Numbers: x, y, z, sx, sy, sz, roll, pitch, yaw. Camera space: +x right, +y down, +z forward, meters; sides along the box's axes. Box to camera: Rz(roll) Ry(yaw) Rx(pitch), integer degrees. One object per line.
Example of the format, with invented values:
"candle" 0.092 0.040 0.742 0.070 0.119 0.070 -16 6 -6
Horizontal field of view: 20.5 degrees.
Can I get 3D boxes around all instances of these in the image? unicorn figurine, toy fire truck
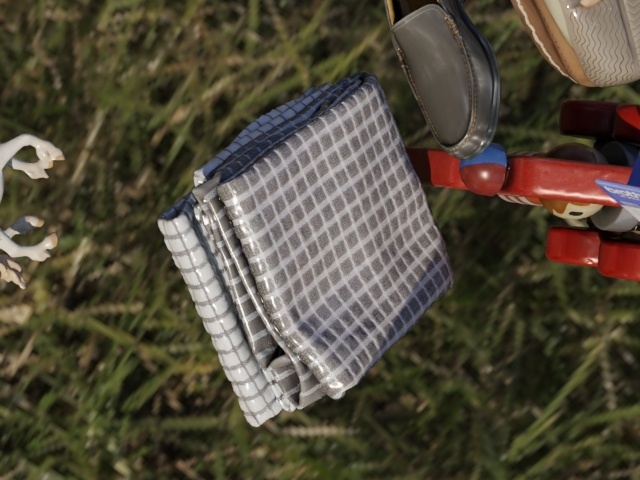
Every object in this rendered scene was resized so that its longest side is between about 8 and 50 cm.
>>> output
"unicorn figurine" -0.253 -0.047 1.327 0.111 0.060 0.162 2 81 -29
"toy fire truck" 0.233 -0.056 1.730 0.253 0.302 0.169 4 94 -17

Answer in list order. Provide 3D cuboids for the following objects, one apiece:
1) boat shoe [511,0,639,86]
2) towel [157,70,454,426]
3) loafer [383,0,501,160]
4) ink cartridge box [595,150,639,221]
"boat shoe" 0.077 -0.219 0.731 0.123 0.116 0.324 -16 91 -26
"towel" 0.000 0.000 1.618 0.283 0.121 0.235 -43 117 -48
"loafer" 0.067 -0.129 1.126 0.061 0.062 0.170 15 50 -43
"ink cartridge box" 0.379 0.002 1.473 0.311 0.185 0.065 30 78 -48
